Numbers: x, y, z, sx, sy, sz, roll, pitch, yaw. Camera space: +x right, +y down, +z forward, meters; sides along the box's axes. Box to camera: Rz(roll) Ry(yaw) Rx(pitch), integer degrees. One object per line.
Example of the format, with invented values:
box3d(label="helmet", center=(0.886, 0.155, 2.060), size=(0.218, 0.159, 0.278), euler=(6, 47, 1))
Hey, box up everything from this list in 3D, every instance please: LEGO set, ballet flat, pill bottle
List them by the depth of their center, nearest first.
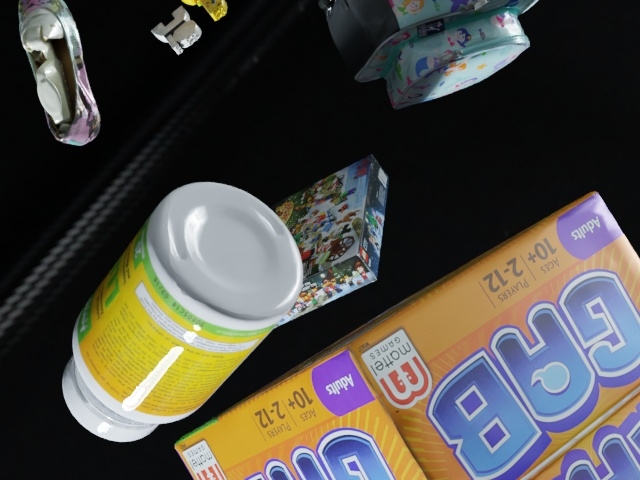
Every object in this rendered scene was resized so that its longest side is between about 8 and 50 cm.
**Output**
box3d(label="pill bottle", center=(-0.129, 0.072, 1.230), size=(0.136, 0.245, 0.136), euler=(20, -133, -22))
box3d(label="ballet flat", center=(-0.346, -0.229, 1.860), size=(0.077, 0.079, 0.221), euler=(-17, -90, 20))
box3d(label="LEGO set", center=(-0.134, -0.343, 1.987), size=(0.227, 0.087, 0.093), euler=(-38, -120, 3))

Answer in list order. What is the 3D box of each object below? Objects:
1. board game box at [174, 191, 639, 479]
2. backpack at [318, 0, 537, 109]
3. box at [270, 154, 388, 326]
box3d(label="board game box", center=(0.149, 0.228, 1.417), size=(0.356, 0.356, 0.356), euler=(-29, -93, -37))
box3d(label="backpack", center=(0.156, -0.283, 1.757), size=(0.253, 0.225, 0.191), euler=(-28, -93, -11))
box3d(label="box", center=(0.000, 0.000, 1.777), size=(0.159, 0.044, 0.233), euler=(-26, -153, 21))
